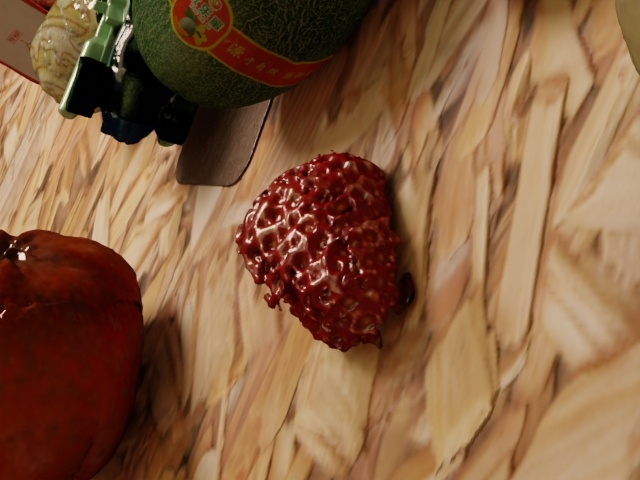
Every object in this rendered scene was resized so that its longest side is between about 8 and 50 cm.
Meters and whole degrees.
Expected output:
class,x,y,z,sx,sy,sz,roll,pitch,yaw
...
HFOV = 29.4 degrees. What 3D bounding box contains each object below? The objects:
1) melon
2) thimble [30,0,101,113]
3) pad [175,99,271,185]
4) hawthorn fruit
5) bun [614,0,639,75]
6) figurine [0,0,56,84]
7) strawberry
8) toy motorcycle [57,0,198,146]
class,x,y,z,sx,sy,sz,roll,pitch,yaw
melon,-0.047,-0.222,1.009,0.287,0.182,0.182,-41,38,42
thimble,-0.246,-0.249,1.423,0.143,0.137,0.190,-44,25,36
pad,-0.073,-0.179,1.211,0.176,0.002,0.266,6,75,61
hawthorn fruit,-0.285,0.141,1.112,0.276,0.276,0.307,5,104,61
bun,0.217,-0.146,0.553,0.231,0.133,0.231,-43,34,39
figurine,-0.393,-0.378,1.778,0.183,0.160,0.226,-23,42,51
strawberry,0.000,0.000,0.876,0.121,0.082,0.188,-56,27,15
toy motorcycle,-0.152,-0.253,1.191,0.196,0.125,0.331,-133,60,-71
